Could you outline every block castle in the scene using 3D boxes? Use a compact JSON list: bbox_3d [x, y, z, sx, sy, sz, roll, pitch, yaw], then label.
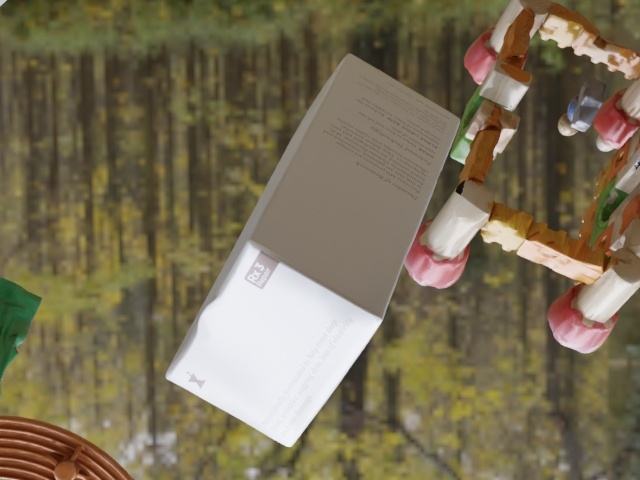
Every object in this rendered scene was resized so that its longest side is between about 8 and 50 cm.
[{"bbox_3d":[0.309,-0.093,2.072,0.303,0.453,0.213,24,143,-5],"label":"block castle"}]

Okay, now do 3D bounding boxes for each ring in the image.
[{"bbox_3d":[-0.308,0.333,1.445,0.336,0.336,0.032,-1,-174,-2],"label":"ring"}]

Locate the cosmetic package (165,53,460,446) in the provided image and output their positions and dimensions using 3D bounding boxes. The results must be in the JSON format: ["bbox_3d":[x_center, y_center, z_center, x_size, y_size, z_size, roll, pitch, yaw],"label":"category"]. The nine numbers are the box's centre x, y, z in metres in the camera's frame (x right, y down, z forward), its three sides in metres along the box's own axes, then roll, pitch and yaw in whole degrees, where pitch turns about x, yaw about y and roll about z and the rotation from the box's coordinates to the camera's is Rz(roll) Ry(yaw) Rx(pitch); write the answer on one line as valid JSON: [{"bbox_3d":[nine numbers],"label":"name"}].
[{"bbox_3d":[0.000,0.000,1.600,0.156,0.217,0.385,29,-140,-5],"label":"cosmetic package"}]

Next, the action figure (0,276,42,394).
[{"bbox_3d":[-0.424,0.137,1.883,0.137,0.063,0.232,21,-140,-19],"label":"action figure"}]

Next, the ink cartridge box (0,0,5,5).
[{"bbox_3d":[-0.362,-0.249,1.350,0.181,0.061,0.104,24,-123,27],"label":"ink cartridge box"}]
